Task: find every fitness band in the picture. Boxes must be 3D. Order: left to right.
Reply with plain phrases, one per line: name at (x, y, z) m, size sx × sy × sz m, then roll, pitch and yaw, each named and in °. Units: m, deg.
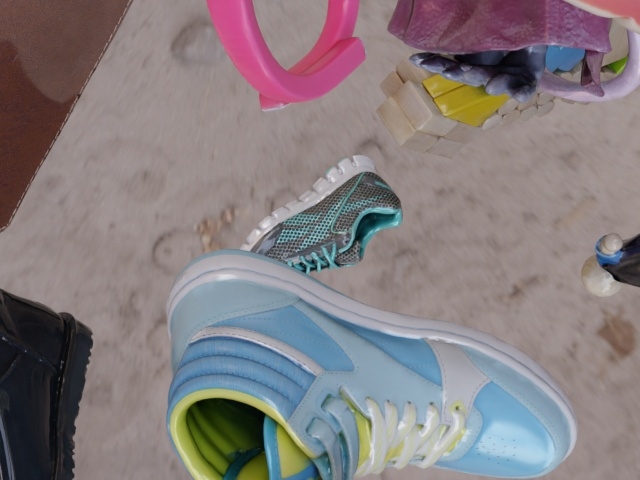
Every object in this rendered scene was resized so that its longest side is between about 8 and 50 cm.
fitness band at (-0.025, -0.246, 1.715) m, size 0.054 × 0.291 × 0.209 m, roll -3°, pitch 112°, yaw 26°

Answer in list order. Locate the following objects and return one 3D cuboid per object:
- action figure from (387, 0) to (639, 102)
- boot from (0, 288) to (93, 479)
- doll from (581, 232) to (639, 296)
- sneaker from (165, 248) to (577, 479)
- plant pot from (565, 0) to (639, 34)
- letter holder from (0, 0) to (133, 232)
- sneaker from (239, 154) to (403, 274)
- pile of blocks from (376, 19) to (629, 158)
action figure at (0.170, -0.268, 1.111) m, size 0.276 × 0.248 × 0.370 m, roll 7°, pitch 100°, yaw -46°
boot at (-0.282, 0.119, 1.313) m, size 0.207 × 0.246 × 0.094 m, roll 31°, pitch 139°, yaw -33°
doll at (0.283, 0.010, 1.416) m, size 0.129 × 0.189 × 0.046 m, roll 20°, pitch 61°, yaw -33°
sneaker at (0.032, 0.141, 1.235) m, size 0.319 × 0.208 × 0.127 m, roll 19°, pitch 123°, yaw -8°
plant pot at (0.122, -0.238, 0.791) m, size 0.275 × 0.275 × 0.243 m, roll 23°, pitch 102°, yaw -7°
letter holder at (-0.222, -0.113, 0.831) m, size 0.152 × 0.302 × 0.214 m, roll 35°, pitch 105°, yaw 9°
sneaker at (0.000, 0.000, 1.491) m, size 0.166 × 0.065 × 0.076 m, roll -42°, pitch 58°, yaw -9°
pile of blocks at (0.199, -0.190, 1.555) m, size 0.362 × 0.149 × 0.112 m, roll -21°, pitch 62°, yaw -24°
